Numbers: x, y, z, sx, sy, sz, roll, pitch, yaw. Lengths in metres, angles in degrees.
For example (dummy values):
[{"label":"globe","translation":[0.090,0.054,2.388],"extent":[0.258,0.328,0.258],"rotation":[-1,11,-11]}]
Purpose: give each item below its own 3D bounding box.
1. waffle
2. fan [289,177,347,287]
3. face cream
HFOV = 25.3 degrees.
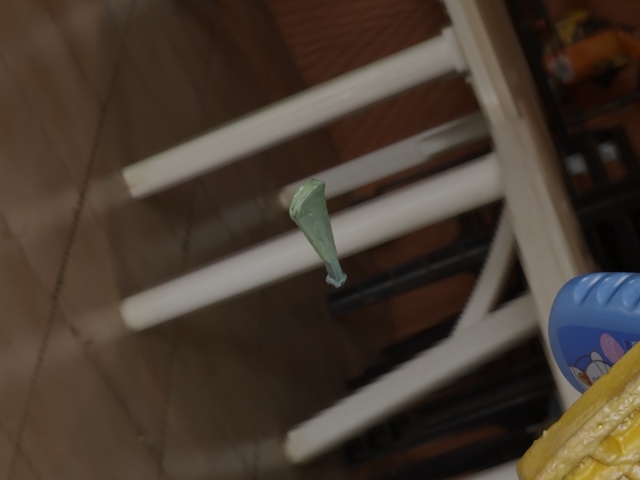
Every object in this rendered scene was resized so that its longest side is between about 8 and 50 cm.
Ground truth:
[{"label":"waffle","translation":[0.200,0.083,0.720],"extent":[0.125,0.191,0.032],"rotation":[34,21,-26]},{"label":"fan","translation":[0.000,0.000,1.209],"extent":[0.016,0.038,0.193],"rotation":[35,-14,21]},{"label":"face cream","translation":[0.271,0.086,1.007],"extent":[0.149,0.083,0.264],"rotation":[49,-16,-17]}]
